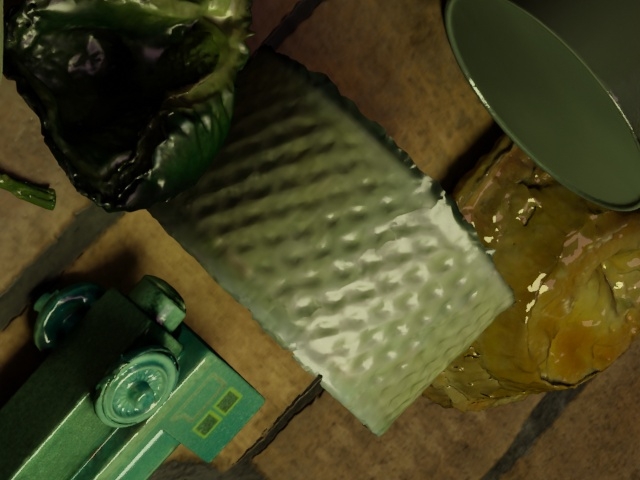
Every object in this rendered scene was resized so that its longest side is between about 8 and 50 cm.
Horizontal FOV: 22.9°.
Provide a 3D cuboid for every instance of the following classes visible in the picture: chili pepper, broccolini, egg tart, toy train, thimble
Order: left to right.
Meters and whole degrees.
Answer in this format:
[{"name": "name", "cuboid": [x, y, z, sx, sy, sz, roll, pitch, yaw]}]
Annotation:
[{"name": "broccolini", "cuboid": [-0.228, -0.044, 1.081, 0.030, 0.035, 0.140, -54, 141, 8]}, {"name": "toy train", "cuboid": [-0.190, 0.167, 1.209, 0.298, 0.120, 0.194, -48, 144, -4]}, {"name": "chili pepper", "cuboid": [-0.118, -0.146, 1.032, 0.148, 0.116, 0.264, 17, 82, -56]}, {"name": "thimble", "cuboid": [0.000, 0.000, 1.147, 0.150, 0.271, 0.271, -46, 139, -3]}, {"name": "egg tart", "cuboid": [0.216, 0.031, 1.470, 0.341, 0.129, 0.341, -21, 130, -28]}]

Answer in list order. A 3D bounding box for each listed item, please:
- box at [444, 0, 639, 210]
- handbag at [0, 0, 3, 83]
[{"name": "box", "cuboid": [0.230, -0.155, 1.268, 0.149, 0.226, 0.226, -40, 138, -12]}, {"name": "handbag", "cuboid": [-0.292, -0.167, 0.906, 0.219, 0.079, 0.256, -15, 126, -30]}]
